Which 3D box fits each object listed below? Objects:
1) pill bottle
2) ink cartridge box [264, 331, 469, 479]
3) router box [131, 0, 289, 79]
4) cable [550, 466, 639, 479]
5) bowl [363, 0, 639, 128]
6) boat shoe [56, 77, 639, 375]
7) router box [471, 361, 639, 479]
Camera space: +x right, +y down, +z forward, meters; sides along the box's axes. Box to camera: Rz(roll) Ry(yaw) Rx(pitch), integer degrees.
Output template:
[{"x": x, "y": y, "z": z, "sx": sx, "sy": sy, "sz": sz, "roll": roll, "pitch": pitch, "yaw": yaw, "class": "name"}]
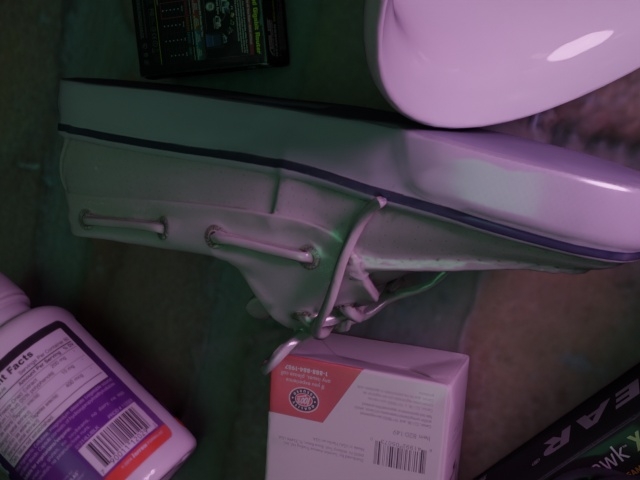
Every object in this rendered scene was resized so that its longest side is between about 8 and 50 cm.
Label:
[{"x": -0.191, "y": 0.115, "z": 0.574, "sx": 0.193, "sy": 0.108, "sz": 0.108, "roll": 43, "pitch": 111, "yaw": 8, "class": "pill bottle"}, {"x": 0.027, "y": 0.168, "z": 0.527, "sx": 0.115, "sy": 0.067, "sz": 0.198, "roll": 8, "pitch": 102, "yaw": 19, "class": "ink cartridge box"}, {"x": -0.073, "y": -0.168, "z": 0.512, "sx": 0.092, "sy": 0.038, "sz": 0.122, "roll": -1, "pitch": 101, "yaw": 21, "class": "router box"}, {"x": 0.161, "y": 0.210, "z": 0.409, "sx": 0.150, "sy": 0.047, "sz": 0.184, "roll": -2, "pitch": 100, "yaw": 21, "class": "cable"}, {"x": 0.119, "y": -0.187, "z": 0.325, "sx": 0.298, "sy": 0.298, "sz": 0.134, "roll": -37, "pitch": 70, "yaw": 22, "class": "bowl"}, {"x": -0.005, "y": 0.001, "z": 0.470, "sx": 0.367, "sy": 0.136, "sz": 0.156, "roll": 11, "pitch": 104, "yaw": 21, "class": "boat shoe"}, {"x": 0.260, "y": 0.164, "z": 0.433, "sx": 0.309, "sy": 0.081, "sz": 0.243, "roll": -42, "pitch": 85, "yaw": 22, "class": "router box"}]
